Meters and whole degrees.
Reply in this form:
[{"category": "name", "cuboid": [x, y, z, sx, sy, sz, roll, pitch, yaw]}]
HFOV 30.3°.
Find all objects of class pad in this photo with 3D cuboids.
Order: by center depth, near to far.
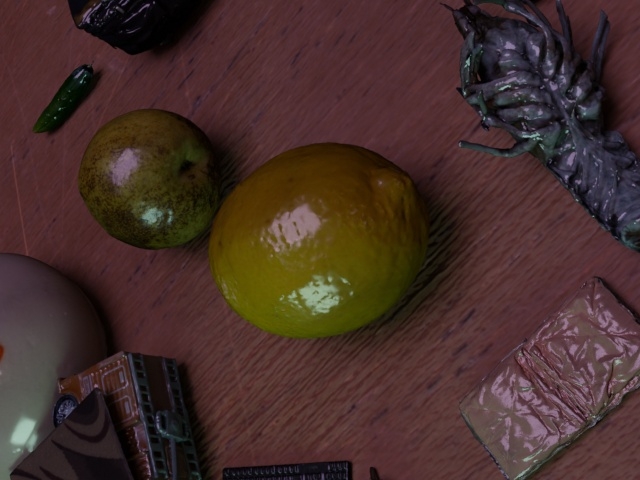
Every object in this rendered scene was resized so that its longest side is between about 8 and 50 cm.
[{"category": "pad", "cuboid": [-0.295, 0.380, 1.507, 0.220, 0.004, 0.330, -45, 56, 25]}]

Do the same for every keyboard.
[{"category": "keyboard", "cuboid": [-0.046, 0.314, 1.497, 0.204, 0.013, 0.061, -11, 74, 36]}]

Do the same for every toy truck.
[{"category": "toy truck", "cuboid": [-0.241, 0.306, 1.574, 0.162, 0.136, 0.305, -31, 62, 29]}]

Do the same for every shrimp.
[{"category": "shrimp", "cuboid": [0.253, -0.145, 1.290, 0.221, 0.166, 0.411, -30, 73, -8]}]

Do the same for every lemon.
[{"category": "lemon", "cuboid": [-0.003, 0.002, 1.398, 0.263, 0.236, 0.236, 2, 80, 49]}]

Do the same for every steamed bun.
[{"category": "steamed bun", "cuboid": [-0.500, 0.196, 1.742, 0.374, 0.241, 0.375, -7, 77, 34]}]

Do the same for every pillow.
[{"category": "pillow", "cuboid": [0.256, 0.152, 1.282, 0.232, 0.043, 0.126, -46, 61, 18]}]

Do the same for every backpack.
[{"category": "backpack", "cuboid": [-0.245, -0.401, 1.758, 0.258, 0.133, 0.206, -40, 49, 17]}]

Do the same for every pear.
[{"category": "pear", "cuboid": [-0.225, -0.089, 1.623, 0.197, 0.197, 0.197, -10, 73, 36]}]

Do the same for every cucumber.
[{"category": "cucumber", "cuboid": [-0.405, -0.230, 1.893, 0.168, 0.039, 0.039, -46, 56, 23]}]

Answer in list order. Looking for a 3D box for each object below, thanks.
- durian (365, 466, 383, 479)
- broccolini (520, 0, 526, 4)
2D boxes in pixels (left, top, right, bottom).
[{"category": "durian", "cuboid": [0.058, 0.329, 1.378, 0.110, 0.071, 0.140, -28, 59, 30]}, {"category": "broccolini", "cuboid": [0.198, -0.457, 1.462, 0.073, 0.079, 0.392, -13, 64, -9]}]
